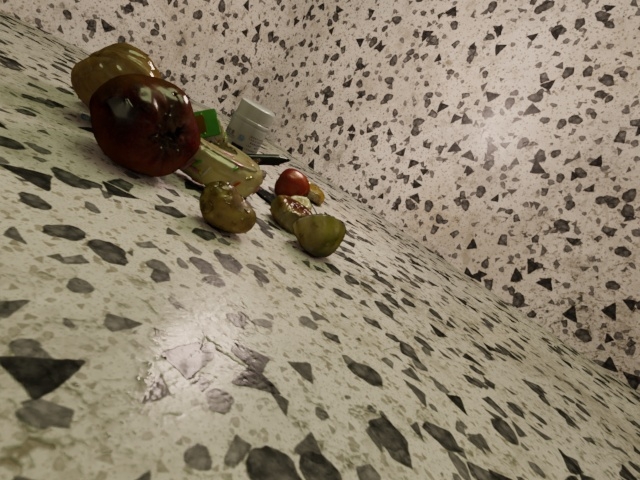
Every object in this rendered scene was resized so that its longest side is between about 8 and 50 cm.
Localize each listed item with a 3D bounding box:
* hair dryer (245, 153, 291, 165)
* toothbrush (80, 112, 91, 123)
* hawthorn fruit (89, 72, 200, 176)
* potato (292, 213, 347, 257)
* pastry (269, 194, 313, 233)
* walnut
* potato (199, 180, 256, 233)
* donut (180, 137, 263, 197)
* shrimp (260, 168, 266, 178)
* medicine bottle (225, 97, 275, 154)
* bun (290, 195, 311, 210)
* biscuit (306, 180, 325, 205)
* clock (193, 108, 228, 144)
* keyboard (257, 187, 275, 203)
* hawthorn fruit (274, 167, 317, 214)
[{"bbox_3d":[-0.305,-0.373,1.856,0.353,0.106,0.189,-3,28,-15],"label":"hair dryer"},{"bbox_3d":[-0.657,-0.352,1.443,0.387,0.040,0.040,26,15,-27],"label":"toothbrush"},{"bbox_3d":[-0.527,-0.355,1.199,0.324,0.308,0.308,52,22,25],"label":"hawthorn fruit"},{"bbox_3d":[0.000,0.000,1.401,0.202,0.182,0.117,42,38,-54],"label":"potato"},{"bbox_3d":[-0.106,-0.097,1.566,0.182,0.093,0.192,23,20,-33],"label":"pastry"},{"bbox_3d":[-0.694,-0.542,1.412,0.286,0.285,0.296,26,47,-20],"label":"walnut"},{"bbox_3d":[-0.271,-0.088,1.152,0.176,0.137,0.137,50,10,-14],"label":"potato"},{"bbox_3d":[-0.369,-0.276,1.516,0.307,0.150,0.371,35,13,7],"label":"donut"},{"bbox_3d":[-0.318,-0.320,1.949,0.075,0.073,0.190,47,21,14],"label":"shrimp"},{"bbox_3d":[-0.382,-0.536,2.025,0.190,0.332,0.190,29,14,-8],"label":"medicine bottle"},{"bbox_3d":[-0.098,-0.157,1.843,0.115,0.069,0.115,14,34,-10],"label":"bun"},{"bbox_3d":[-0.097,-0.313,2.343,0.275,0.091,0.213,26,17,-11],"label":"biscuit"},{"bbox_3d":[-0.514,-0.436,1.676,0.220,0.106,0.255,-12,-3,-4],"label":"clock"},{"bbox_3d":[-0.198,-0.166,1.775,0.262,0.016,0.106,40,17,30],"label":"keyboard"},{"bbox_3d":[-0.091,-0.220,1.930,0.285,0.165,0.165,41,15,3],"label":"hawthorn fruit"}]
